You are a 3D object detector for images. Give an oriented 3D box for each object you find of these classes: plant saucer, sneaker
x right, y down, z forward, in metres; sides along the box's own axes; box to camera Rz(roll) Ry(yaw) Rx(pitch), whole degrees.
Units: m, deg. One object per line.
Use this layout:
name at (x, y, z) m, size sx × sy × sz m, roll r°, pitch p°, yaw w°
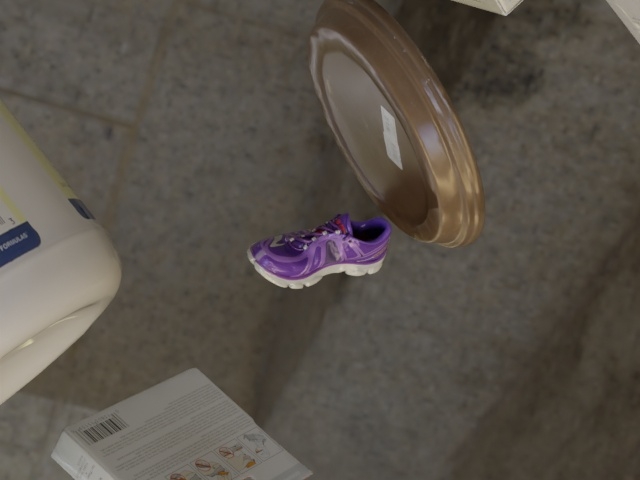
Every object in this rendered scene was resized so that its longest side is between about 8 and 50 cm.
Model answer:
plant saucer at (0.064, -0.110, 1.383) m, size 0.278 × 0.041 × 0.278 m, roll 55°, pitch 164°, yaw 24°
sneaker at (0.000, 0.000, 1.524) m, size 0.068 × 0.170 × 0.071 m, roll 56°, pitch 142°, yaw 32°

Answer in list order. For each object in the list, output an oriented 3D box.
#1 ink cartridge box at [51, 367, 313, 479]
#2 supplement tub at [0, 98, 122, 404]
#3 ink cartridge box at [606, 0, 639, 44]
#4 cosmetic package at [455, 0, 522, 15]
ink cartridge box at (-0.180, 0.299, 1.922) m, size 0.275 × 0.239 × 0.060 m, roll -22°, pitch -34°, yaw -53°
supplement tub at (-0.290, -0.036, 0.782) m, size 0.235 × 0.325 × 0.235 m, roll -39°, pitch -3°, yaw -2°
ink cartridge box at (0.283, -0.145, 0.956) m, size 0.115 × 0.198 × 0.067 m, roll -49°, pitch 30°, yaw -5°
cosmetic package at (0.064, -0.160, 0.745) m, size 0.041 × 0.060 × 0.115 m, roll -43°, pitch 35°, yaw -11°
